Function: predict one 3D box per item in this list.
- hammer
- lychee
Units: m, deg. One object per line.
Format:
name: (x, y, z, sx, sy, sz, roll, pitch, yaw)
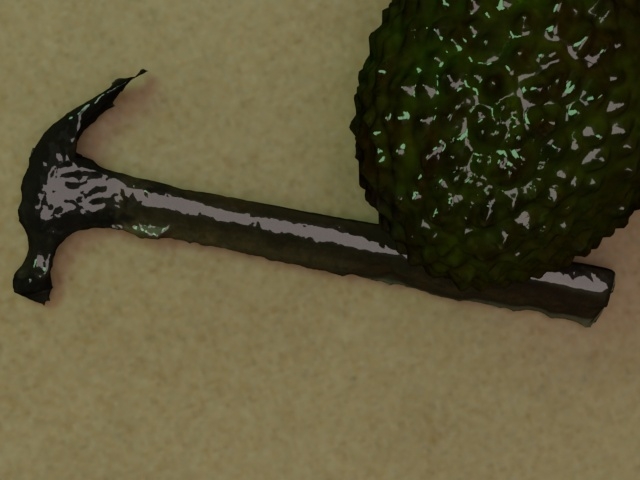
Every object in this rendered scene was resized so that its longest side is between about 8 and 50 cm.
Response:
hammer: (0.000, 0.000, 0.965, 0.297, 0.027, 0.125, 13, 98, -1)
lychee: (0.086, -0.058, 0.892, 0.171, 0.171, 0.171, 0, 94, -1)
